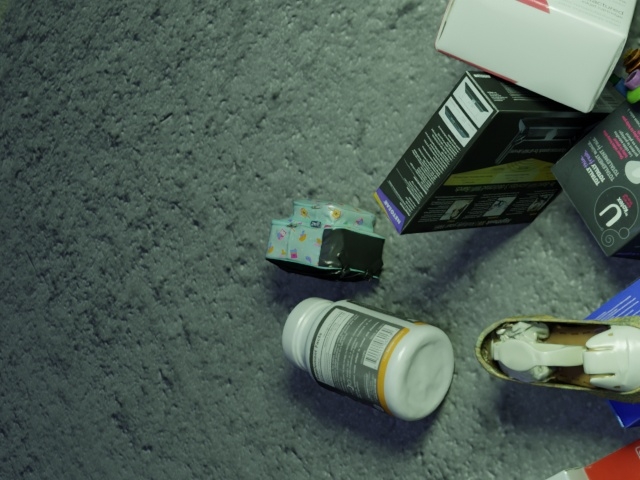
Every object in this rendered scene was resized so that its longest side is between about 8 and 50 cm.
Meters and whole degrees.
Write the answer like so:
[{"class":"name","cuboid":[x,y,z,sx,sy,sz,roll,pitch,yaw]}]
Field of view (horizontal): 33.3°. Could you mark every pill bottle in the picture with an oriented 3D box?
[{"class":"pill bottle","cuboid":[0.075,0.191,1.812,0.278,0.162,0.162,15,98,44]}]

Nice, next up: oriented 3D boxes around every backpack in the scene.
[{"class":"backpack","cuboid":[0.000,0.000,1.891,0.188,0.166,0.144,-2,84,40]}]

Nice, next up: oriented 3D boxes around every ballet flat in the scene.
[{"class":"ballet flat","cuboid":[0.360,0.158,1.464,0.348,0.123,0.123,0,88,45]}]

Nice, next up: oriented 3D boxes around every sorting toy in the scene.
[{"class":"sorting toy","cuboid":[0.408,-0.219,1.404,0.042,0.102,0.061,39,127,-9]}]

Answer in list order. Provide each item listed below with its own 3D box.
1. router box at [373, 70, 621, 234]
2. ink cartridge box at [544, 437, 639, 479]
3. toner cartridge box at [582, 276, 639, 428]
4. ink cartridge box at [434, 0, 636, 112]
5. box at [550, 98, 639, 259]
[{"class":"router box","cuboid":[0.259,-0.123,1.530,0.243,0.309,0.081,-53,56,36]},{"class":"ink cartridge box","cuboid":[0.419,0.454,1.535,0.239,0.060,0.275,-41,61,37]},{"class":"toner cartridge box","cuboid":[0.515,0.098,1.448,0.348,0.075,0.165,-44,58,33]},{"class":"ink cartridge box","cuboid":[0.309,-0.335,1.454,0.226,0.306,0.131,22,134,6]},{"class":"box","cuboid":[0.479,-0.114,1.445,0.270,0.143,0.165,-45,57,32]}]
